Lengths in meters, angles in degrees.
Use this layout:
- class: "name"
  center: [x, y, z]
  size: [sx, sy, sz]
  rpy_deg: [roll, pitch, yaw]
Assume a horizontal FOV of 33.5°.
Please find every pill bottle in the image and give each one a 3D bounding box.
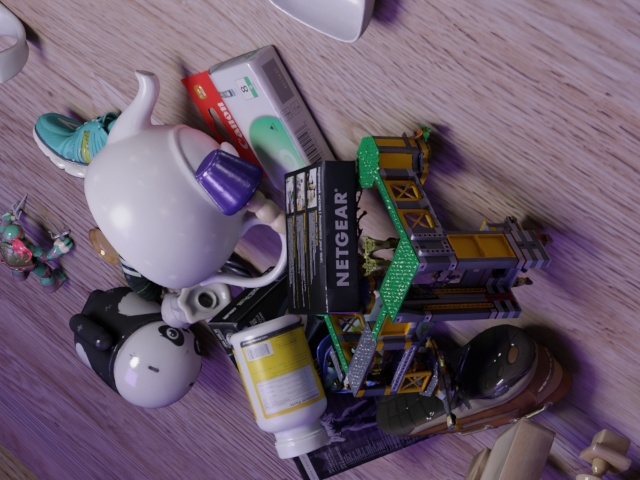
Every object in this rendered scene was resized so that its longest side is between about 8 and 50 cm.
- class: "pill bottle"
  center: [-0.051, 0.203, 1.476]
  size: [0.103, 0.103, 0.184]
  rpy_deg: [-20, 88, 55]

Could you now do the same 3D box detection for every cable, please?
- class: "cable"
  center: [-0.147, 0.071, 1.726]
  size: [0.150, 0.047, 0.184]
  rpy_deg: [58, 149, -7]

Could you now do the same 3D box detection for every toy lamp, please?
- class: "toy lamp"
  center: [-0.044, -0.022, 1.399]
  size: [0.275, 0.080, 0.080]
  rpy_deg: [36, 152, -22]

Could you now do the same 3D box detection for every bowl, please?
- class: "bowl"
  center: [0.005, -0.296, 1.142]
  size: [0.142, 0.053, 0.142]
  rpy_deg: [32, 144, 23]

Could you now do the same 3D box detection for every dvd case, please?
- class: "dvd case"
  center: [0.051, 0.261, 1.568]
  size: [0.018, 0.221, 0.164]
  rpy_deg: [-108, -5, -63]

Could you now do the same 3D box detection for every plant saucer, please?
- class: "plant saucer"
  center: [-0.395, 0.008, 1.964]
  size: [0.083, 0.015, 0.083]
  rpy_deg: [29, 143, 25]

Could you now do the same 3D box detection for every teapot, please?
- class: "teapot"
  center: [-0.186, -0.066, 1.482]
  size: [0.256, 0.187, 0.252]
  rpy_deg: [32, -152, -52]

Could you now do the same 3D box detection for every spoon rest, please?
- class: "spoon rest"
  center: [-0.550, -0.357, 1.716]
  size: [0.276, 0.084, 0.137]
  rpy_deg: [44, 149, 30]

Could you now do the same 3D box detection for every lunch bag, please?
- class: "lunch bag"
  center: [0.069, 0.143, 1.465]
  size: [0.096, 0.129, 0.151]
  rpy_deg: [47, 150, 8]

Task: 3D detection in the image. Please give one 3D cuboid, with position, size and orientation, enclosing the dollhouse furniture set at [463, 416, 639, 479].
- class: "dollhouse furniture set"
  center: [0.355, 0.388, 1.303]
  size: [0.356, 0.173, 0.303]
  rpy_deg: [28, 154, 1]

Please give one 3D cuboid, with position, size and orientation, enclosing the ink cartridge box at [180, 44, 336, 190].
- class: "ink cartridge box"
  center: [-0.100, -0.151, 1.421]
  size: [0.225, 0.056, 0.181]
  rpy_deg: [-7, 119, 50]

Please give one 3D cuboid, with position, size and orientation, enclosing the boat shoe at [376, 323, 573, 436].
- class: "boat shoe"
  center: [0.195, 0.206, 1.392]
  size: [0.120, 0.122, 0.324]
  rpy_deg: [27, 152, -22]

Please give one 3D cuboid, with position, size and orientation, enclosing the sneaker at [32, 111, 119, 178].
- class: "sneaker"
  center: [-0.335, -0.153, 1.672]
  size: [0.275, 0.107, 0.110]
  rpy_deg: [23, 123, 24]

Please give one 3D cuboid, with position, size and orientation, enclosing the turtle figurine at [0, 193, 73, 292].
- class: "turtle figurine"
  center: [-0.580, 0.011, 2.100]
  size: [0.175, 0.118, 0.234]
  rpy_deg: [35, 151, 19]

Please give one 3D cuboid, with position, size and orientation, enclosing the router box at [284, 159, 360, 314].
- class: "router box"
  center: [0.000, 0.000, 1.272]
  size: [0.133, 0.046, 0.178]
  rpy_deg: [171, 98, -68]

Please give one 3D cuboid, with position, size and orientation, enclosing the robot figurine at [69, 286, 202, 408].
- class: "robot figurine"
  center: [-0.334, 0.186, 1.923]
  size: [0.278, 0.209, 0.173]
  rpy_deg: [30, 134, 44]

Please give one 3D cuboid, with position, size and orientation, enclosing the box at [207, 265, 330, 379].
- class: "box"
  center: [-0.058, 0.151, 1.604]
  size: [0.077, 0.147, 0.180]
  rpy_deg: [-5, 120, 52]

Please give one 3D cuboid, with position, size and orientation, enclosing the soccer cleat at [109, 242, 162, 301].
- class: "soccer cleat"
  center: [-0.316, 0.034, 1.866]
  size: [0.072, 0.060, 0.179]
  rpy_deg: [-3, 123, 35]

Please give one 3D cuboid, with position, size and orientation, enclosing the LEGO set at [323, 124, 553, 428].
- class: "LEGO set"
  center: [0.133, 0.038, 1.262]
  size: [0.255, 0.192, 0.331]
  rpy_deg: [-117, 34, -49]

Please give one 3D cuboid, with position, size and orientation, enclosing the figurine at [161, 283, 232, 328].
- class: "figurine"
  center: [-0.244, 0.053, 1.727]
  size: [0.215, 0.092, 0.209]
  rpy_deg: [61, 155, -4]
